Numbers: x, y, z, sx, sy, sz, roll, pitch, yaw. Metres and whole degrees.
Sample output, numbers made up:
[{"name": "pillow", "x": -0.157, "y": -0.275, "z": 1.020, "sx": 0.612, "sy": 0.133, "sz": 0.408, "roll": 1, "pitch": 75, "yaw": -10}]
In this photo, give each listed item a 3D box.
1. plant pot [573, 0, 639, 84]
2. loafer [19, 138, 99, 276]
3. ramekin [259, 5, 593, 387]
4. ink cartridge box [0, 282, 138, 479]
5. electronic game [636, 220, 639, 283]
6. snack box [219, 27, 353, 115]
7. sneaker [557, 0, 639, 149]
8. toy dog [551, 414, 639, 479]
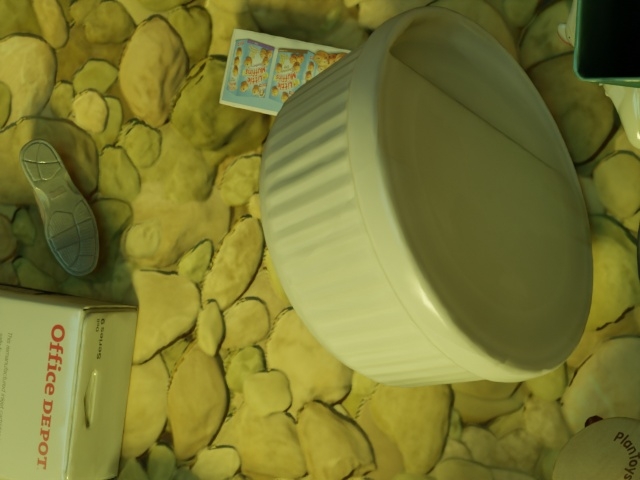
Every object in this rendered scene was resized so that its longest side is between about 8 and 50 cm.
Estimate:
[{"name": "plant pot", "x": 0.284, "y": -0.177, "z": 1.164, "sx": 0.165, "sy": 0.234, "sz": 0.165, "roll": 2, "pitch": 90, "yaw": 25}, {"name": "loafer", "x": -0.221, "y": -0.026, "z": 1.502, "sx": 0.045, "sy": 0.039, "sz": 0.125, "roll": -21, "pitch": 82, "yaw": -11}, {"name": "ramekin", "x": 0.071, "y": -0.020, "z": 1.251, "sx": 0.127, "sy": 0.273, "sz": 0.273, "roll": -21, "pitch": 81, "yaw": 35}, {"name": "ink cartridge box", "x": -0.272, "y": 0.115, "z": 1.488, "sx": 0.212, "sy": 0.093, "sz": 0.154, "roll": 8, "pitch": 93, "yaw": 26}, {"name": "electronic game", "x": 0.333, "y": 0.005, "z": 1.230, "sx": 0.229, "sy": 0.048, "sz": 0.229, "roll": -4, "pitch": 80, "yaw": 27}, {"name": "snack box", "x": 0.005, "y": -0.123, "z": 1.405, "sx": 0.178, "sy": 0.022, "sz": 0.064, "roll": 14, "pitch": 96, "yaw": 24}, {"name": "sneaker", "x": 0.217, "y": -0.141, "z": 1.300, "sx": 0.075, "sy": 0.057, "sz": 0.161, "roll": -11, "pitch": 86, "yaw": 41}, {"name": "toy dog", "x": 0.137, "y": 0.234, "z": 1.259, "sx": 0.333, "sy": 0.161, "sz": 0.220, "roll": -20, "pitch": 122, "yaw": -5}]
